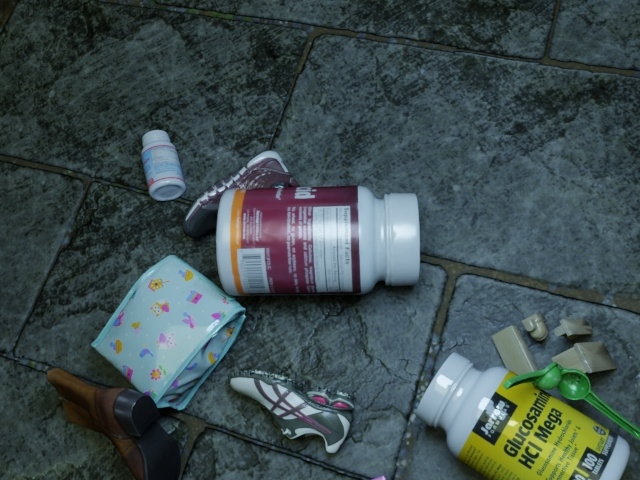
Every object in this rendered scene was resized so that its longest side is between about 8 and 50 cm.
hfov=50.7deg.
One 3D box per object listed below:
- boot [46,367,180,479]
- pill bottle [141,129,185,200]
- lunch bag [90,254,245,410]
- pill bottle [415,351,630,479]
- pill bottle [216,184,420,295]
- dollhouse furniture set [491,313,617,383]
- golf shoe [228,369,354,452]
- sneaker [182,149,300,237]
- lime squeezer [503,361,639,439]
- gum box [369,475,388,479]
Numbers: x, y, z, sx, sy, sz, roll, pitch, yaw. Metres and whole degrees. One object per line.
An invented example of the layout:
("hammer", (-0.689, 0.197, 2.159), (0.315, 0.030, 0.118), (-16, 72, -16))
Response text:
("boot", (-0.433, 0.399, 1.381), (0.280, 0.264, 0.096), (4, 34, 34))
("pill bottle", (-0.381, -0.181, 1.620), (0.087, 0.087, 0.160), (-20, 66, 4))
("lunch bag", (-0.308, 0.186, 1.424), (0.223, 0.160, 0.262), (35, 86, 23))
("pill bottle", (0.348, 0.345, 1.199), (0.334, 0.188, 0.188), (30, 78, 21))
("pill bottle", (0.000, 0.000, 1.381), (0.392, 0.224, 0.224), (-1, 69, 3))
("dollhouse furniture set", (0.453, 0.216, 1.315), (0.151, 0.123, 0.144), (-39, 60, 35))
("golf shoe", (-0.070, 0.331, 1.347), (0.273, 0.105, 0.120), (13, 80, 17))
("sneaker", (-0.166, -0.069, 1.522), (0.281, 0.106, 0.162), (-41, 69, -6))
("lime squeezer", (0.415, 0.260, 1.161), (0.310, 0.059, 0.110), (24, 42, -21))
("gum box", (0.102, 0.545, 1.245), (0.107, 0.062, 0.188), (-21, 66, 4))
